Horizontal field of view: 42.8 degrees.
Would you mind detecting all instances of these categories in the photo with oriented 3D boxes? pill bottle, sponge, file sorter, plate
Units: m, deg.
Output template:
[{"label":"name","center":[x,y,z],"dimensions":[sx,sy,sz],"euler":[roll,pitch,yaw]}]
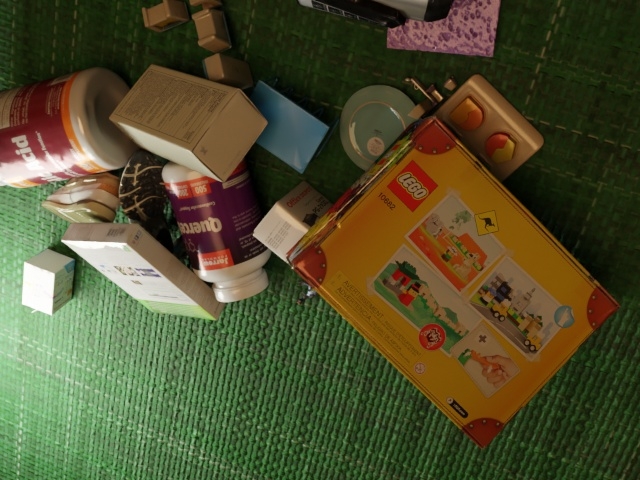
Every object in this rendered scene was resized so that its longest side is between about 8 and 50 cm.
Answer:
[{"label":"pill bottle","center":[-0.620,-0.240,1.827],"dimensions":[0.392,0.224,0.224],"euler":[-8,108,23]},{"label":"sponge","center":[0.233,-0.418,1.550],"dimensions":[0.210,0.031,0.117],"euler":[9,114,16]},{"label":"file sorter","center":[-0.064,-0.245,1.687],"dimensions":[0.170,0.104,0.118],"euler":[35,118,4]},{"label":"plate","center":[0.119,-0.221,1.660],"dimensions":[0.188,0.024,0.188],"euler":[9,111,25]},{"label":"pill bottle","center":[-0.216,-0.036,1.783],"dimensions":[0.182,0.181,0.322],"euler":[-9,107,23]}]

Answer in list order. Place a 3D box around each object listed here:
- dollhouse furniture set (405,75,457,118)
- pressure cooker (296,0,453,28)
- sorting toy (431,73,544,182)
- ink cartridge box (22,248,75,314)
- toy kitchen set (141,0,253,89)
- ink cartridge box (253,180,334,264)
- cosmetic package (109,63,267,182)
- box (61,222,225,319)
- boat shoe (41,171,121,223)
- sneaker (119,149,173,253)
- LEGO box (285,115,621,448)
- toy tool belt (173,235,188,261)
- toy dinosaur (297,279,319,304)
[{"label":"dollhouse furniture set","center":[0.194,-0.292,1.570],"dimensions":[0.081,0.114,0.091],"euler":[47,121,2]},{"label":"pressure cooker","center":[0.049,-0.574,1.346],"dimensions":[0.421,0.375,0.370],"euler":[13,152,3]},{"label":"sorting toy","center":[0.301,-0.191,1.612],"dimensions":[0.193,0.038,0.208],"euler":[45,118,-1]},{"label":"ink cartridge box","center":[-0.689,0.112,2.069],"dimensions":[0.090,0.092,0.143],"euler":[19,117,12]},{"label":"toy kitchen set","center":[-0.260,-0.405,1.711],"dimensions":[0.166,0.122,0.207],"euler":[-15,85,25]},{"label":"ink cartridge box","center":[0.000,0.000,1.723],"dimensions":[0.237,0.172,0.100],"euler":[39,117,2]},{"label":"cosmetic package","center":[-0.272,-0.244,1.651],"dimensions":[0.309,0.160,0.113],"euler":[26,166,42]},{"label":"box","center":[-0.394,0.071,1.838],"dimensions":[0.232,0.058,0.322],"euler":[2,146,38]},{"label":"boat shoe","center":[-0.546,-0.097,1.903],"dimensions":[0.302,0.103,0.113],"euler":[4,156,47]},{"label":"sneaker","center":[-0.406,-0.086,1.851],"dimensions":[0.110,0.122,0.283],"euler":[-11,127,-19]},{"label":"LEGO box","center":[0.240,0.075,1.544],"dimensions":[0.500,0.193,0.372],"euler":[45,89,-7]},{"label":"toy tool belt","center":[-0.325,0.019,1.928],"dimensions":[0.051,0.052,0.083],"euler":[30,127,-29]},{"label":"toy dinosaur","center":[-0.017,0.123,1.857],"dimensions":[0.090,0.047,0.082],"euler":[25,136,-2]}]
